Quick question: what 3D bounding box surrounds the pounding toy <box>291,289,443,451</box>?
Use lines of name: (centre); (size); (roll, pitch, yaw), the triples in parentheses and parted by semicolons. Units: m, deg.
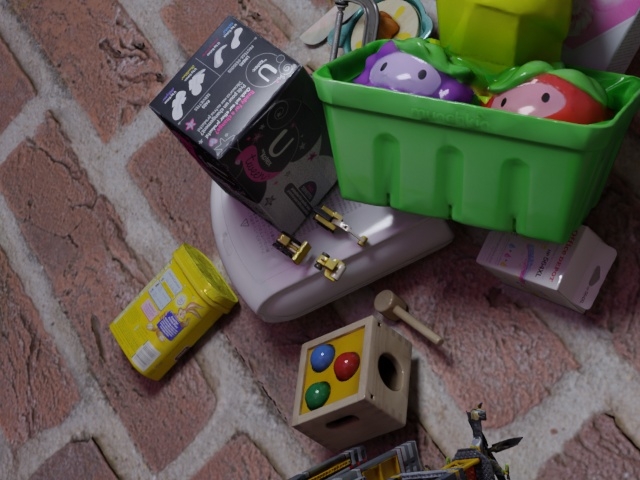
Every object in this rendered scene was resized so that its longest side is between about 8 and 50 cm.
pounding toy: (0.061, 0.142, 1.902); (0.181, 0.094, 0.206); (-26, 42, 36)

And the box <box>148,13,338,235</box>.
box: (-0.076, -0.138, 1.881); (0.142, 0.247, 0.163); (37, 83, 31)

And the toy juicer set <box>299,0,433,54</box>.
toy juicer set: (0.116, -0.325, 2.107); (0.329, 0.089, 0.209); (35, 91, 40)

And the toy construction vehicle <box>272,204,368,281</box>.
toy construction vehicle: (0.000, 0.000, 1.902); (0.098, 0.035, 0.086); (37, 79, 8)

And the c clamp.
c clamp: (0.033, -0.283, 2.099); (0.137, 0.022, 0.160); (38, 123, 44)

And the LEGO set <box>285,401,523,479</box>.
LEGO set: (0.119, 0.352, 1.773); (0.331, 0.192, 0.255); (-22, 87, 40)

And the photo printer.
photo printer: (0.001, -0.043, 2.014); (0.308, 0.107, 0.256); (-27, 58, 9)

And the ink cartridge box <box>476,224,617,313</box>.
ink cartridge box: (0.287, 0.022, 1.833); (0.143, 0.090, 0.092); (21, 81, 39)

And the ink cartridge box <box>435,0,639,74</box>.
ink cartridge box: (0.299, -0.380, 1.877); (0.324, 0.071, 0.330); (44, 131, 26)

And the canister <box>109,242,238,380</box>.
canister: (-0.217, 0.105, 2.144); (0.170, 0.073, 0.126); (-46, 51, 10)

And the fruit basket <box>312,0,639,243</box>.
fruit basket: (0.204, -0.219, 1.772); (0.392, 0.283, 0.392); (8, 112, 22)
